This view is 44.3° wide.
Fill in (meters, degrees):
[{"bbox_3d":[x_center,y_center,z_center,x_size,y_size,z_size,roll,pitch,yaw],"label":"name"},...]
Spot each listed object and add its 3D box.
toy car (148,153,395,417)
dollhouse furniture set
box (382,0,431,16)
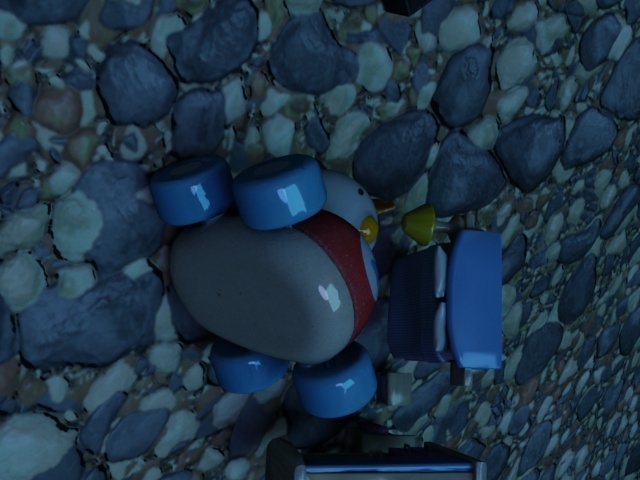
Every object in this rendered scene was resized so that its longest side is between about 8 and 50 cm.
[{"bbox_3d":[0.000,0.000,0.742,0.238,0.210,0.219,-36,119,-41],"label":"toy car"},{"bbox_3d":[0.046,0.122,0.879,0.198,0.286,0.304,5,83,-15],"label":"dollhouse furniture set"},{"bbox_3d":[0.118,-0.351,0.778,0.190,0.045,0.184,-39,129,-21],"label":"box"}]
